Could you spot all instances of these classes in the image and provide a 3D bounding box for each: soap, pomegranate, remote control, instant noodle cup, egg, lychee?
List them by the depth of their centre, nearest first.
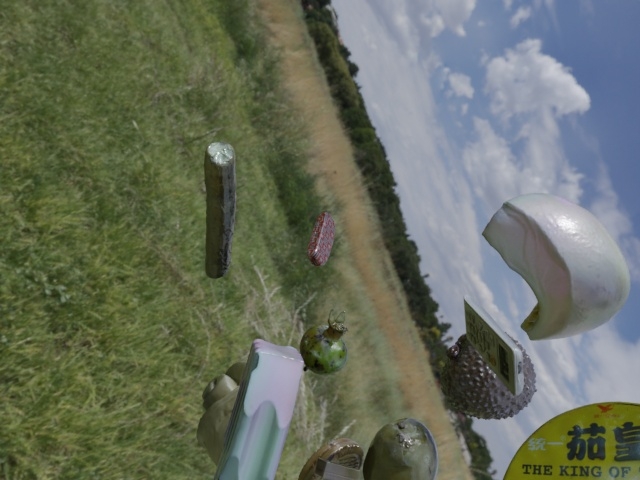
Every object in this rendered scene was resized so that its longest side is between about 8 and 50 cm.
[{"bbox_3d":[0.450,0.430,0.698,0.254,0.325,0.325,46,14,-23],"label":"instant noodle cup"},{"bbox_3d":[0.417,0.052,0.843,0.162,0.206,0.271,42,-24,60],"label":"egg"},{"bbox_3d":[-0.131,0.382,1.040,0.193,0.109,0.324,176,-68,-81],"label":"soap"},{"bbox_3d":[0.396,0.225,1.166,0.313,0.055,0.109,-105,-173,-74],"label":"remote control"},{"bbox_3d":[0.012,0.311,1.536,0.156,0.156,0.220,-106,-161,-49],"label":"pomegranate"},{"bbox_3d":[0.507,0.416,1.556,0.300,0.300,0.300,-23,90,-84],"label":"lychee"}]

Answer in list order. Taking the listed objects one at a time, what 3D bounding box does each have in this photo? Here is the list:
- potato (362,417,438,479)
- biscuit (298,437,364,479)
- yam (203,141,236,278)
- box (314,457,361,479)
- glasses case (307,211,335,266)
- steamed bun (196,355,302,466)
[{"bbox_3d":[0.253,0.707,1.588,0.243,0.221,0.326,-3,110,-51],"label":"potato"},{"bbox_3d":[0.038,0.764,1.685,0.079,0.259,0.259,37,-19,46],"label":"biscuit"},{"bbox_3d":[-0.243,-0.060,1.227,0.083,0.083,0.371,-107,-160,-48],"label":"yam"},{"bbox_3d":[0.038,0.491,1.074,0.079,0.083,0.035,131,-24,-67],"label":"box"},{"bbox_3d":[0.000,0.000,1.515,0.073,0.049,0.194,57,34,-34],"label":"glasses case"},{"bbox_3d":[-0.203,0.460,1.379,0.339,0.247,0.352,107,-1,-60],"label":"steamed bun"}]
